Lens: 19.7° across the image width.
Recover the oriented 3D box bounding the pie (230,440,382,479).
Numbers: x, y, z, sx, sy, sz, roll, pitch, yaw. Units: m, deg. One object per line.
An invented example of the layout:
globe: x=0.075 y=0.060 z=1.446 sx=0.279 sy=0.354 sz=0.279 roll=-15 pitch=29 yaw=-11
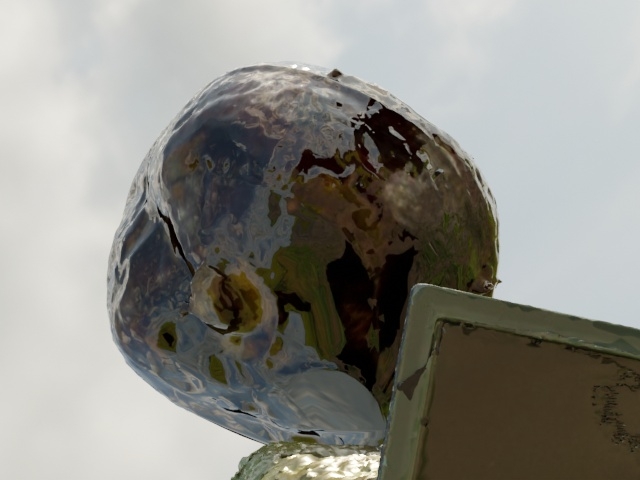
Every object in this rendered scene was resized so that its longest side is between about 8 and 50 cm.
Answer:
pie: x=0.096 y=0.153 z=1.069 sx=0.323 sy=0.323 sz=0.070 roll=12 pitch=-103 yaw=-58

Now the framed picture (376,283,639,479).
framed picture: x=0.155 y=0.149 z=0.871 sx=0.016 sy=0.273 sz=0.216 roll=132 pitch=151 yaw=-77

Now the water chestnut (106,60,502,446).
water chestnut: x=0.000 y=0.000 z=1.483 sx=0.347 sy=0.335 sz=0.335 roll=-49 pitch=-28 yaw=-43
